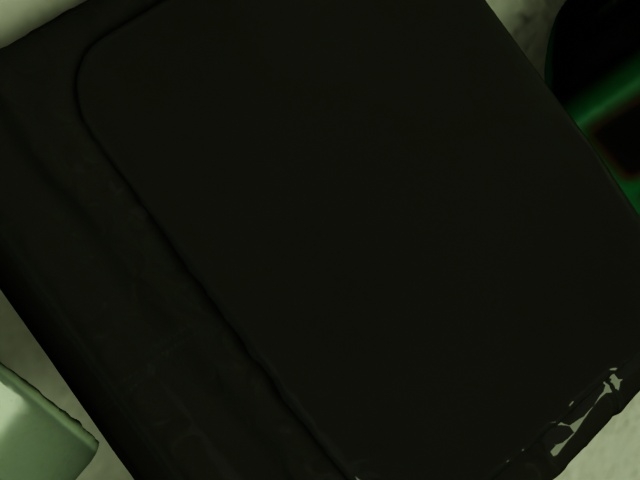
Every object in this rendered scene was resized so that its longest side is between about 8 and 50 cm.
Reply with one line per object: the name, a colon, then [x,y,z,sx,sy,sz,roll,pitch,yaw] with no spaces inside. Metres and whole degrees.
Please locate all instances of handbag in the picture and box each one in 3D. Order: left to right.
handbag: [0.000,0.000,0.561,0.223,0.080,0.247,-35,88,-25]

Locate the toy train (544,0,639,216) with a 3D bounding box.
toy train: [0.274,-0.074,0.631,0.429,0.178,0.249,-36,110,29]

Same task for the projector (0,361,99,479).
projector: [-0.219,0.166,0.488,0.337,0.108,0.108,-52,126,-12]
